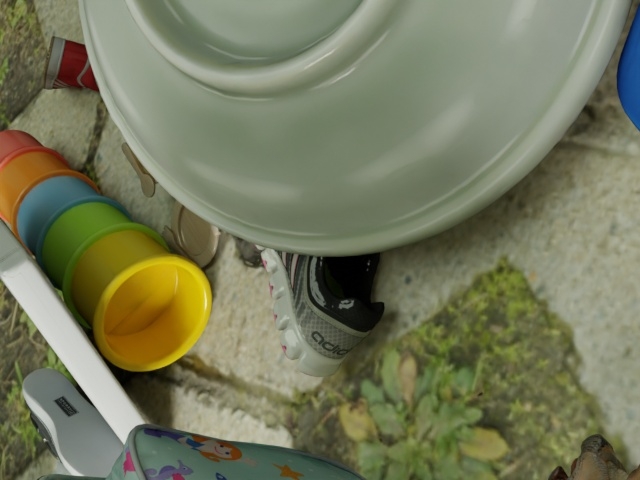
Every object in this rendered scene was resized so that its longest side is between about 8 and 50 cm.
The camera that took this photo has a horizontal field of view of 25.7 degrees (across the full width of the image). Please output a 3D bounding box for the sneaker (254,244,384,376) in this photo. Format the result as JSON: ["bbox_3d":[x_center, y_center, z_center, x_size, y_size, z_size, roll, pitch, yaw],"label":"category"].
[{"bbox_3d":[0.000,0.000,0.919,0.075,0.063,0.170,-35,57,34],"label":"sneaker"}]

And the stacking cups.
[{"bbox_3d":[-0.201,-0.014,1.120,0.316,0.096,0.096,39,108,47],"label":"stacking cups"}]

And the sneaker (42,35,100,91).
[{"bbox_3d":[-0.205,-0.148,1.216,0.118,0.067,0.042,-178,99,-79],"label":"sneaker"}]

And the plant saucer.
[{"bbox_3d":[-0.013,-0.190,0.828,0.400,0.100,0.400,0,90,32],"label":"plant saucer"}]

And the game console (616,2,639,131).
[{"bbox_3d":[0.298,-0.096,0.642,0.250,0.173,0.293,-30,51,1],"label":"game console"}]

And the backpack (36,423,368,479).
[{"bbox_3d":[-0.037,0.223,0.744,0.191,0.253,0.225,-51,42,18],"label":"backpack"}]

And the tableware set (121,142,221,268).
[{"bbox_3d":[-0.094,-0.067,1.043,0.168,0.020,0.141,-55,53,37],"label":"tableware set"}]

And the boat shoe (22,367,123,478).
[{"bbox_3d":[-0.192,0.154,1.101,0.142,0.049,0.040,44,144,44],"label":"boat shoe"}]

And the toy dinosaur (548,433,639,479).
[{"bbox_3d":[0.146,0.168,0.585,0.127,0.296,0.200,37,121,6],"label":"toy dinosaur"}]

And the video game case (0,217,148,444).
[{"bbox_3d":[-0.206,0.046,1.030,0.026,0.227,0.206,-37,42,-11],"label":"video game case"}]
